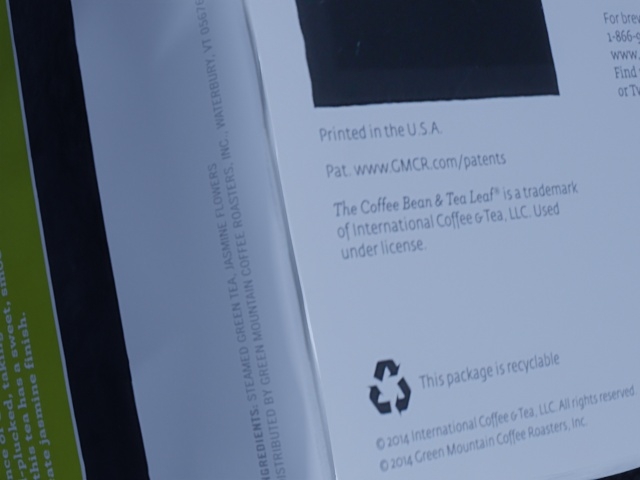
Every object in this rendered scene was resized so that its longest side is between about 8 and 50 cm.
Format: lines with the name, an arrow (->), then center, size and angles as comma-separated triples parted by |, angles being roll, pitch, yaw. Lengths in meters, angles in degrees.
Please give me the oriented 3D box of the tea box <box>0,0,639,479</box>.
tea box -> 0.000, 0.000, 0.804 | 0.329, 0.323, 0.220 | -6, 84, -42
